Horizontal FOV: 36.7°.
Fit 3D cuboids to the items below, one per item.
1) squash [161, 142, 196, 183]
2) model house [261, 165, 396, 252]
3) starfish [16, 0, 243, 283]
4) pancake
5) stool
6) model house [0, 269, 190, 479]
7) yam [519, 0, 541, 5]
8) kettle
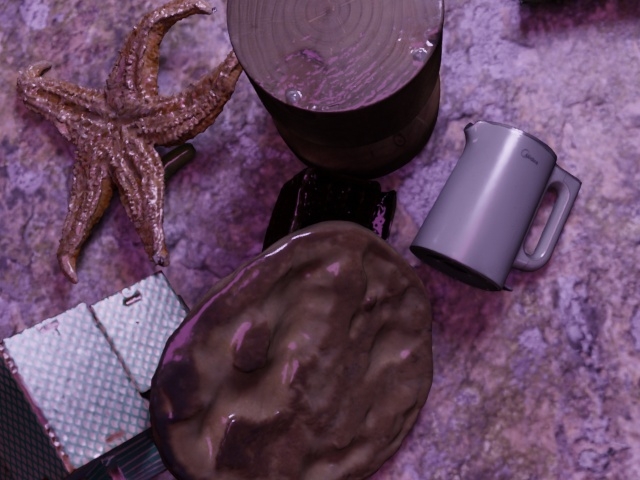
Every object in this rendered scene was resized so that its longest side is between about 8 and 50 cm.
[{"bbox_3d":[-0.169,-0.073,1.028,0.027,0.027,0.089,43,86,11],"label":"squash"},{"bbox_3d":[-0.002,0.007,0.936,0.106,0.152,0.165,11,81,14],"label":"model house"},{"bbox_3d":[-0.193,-0.103,1.002,0.299,0.060,0.302,0,80,22],"label":"starfish"},{"bbox_3d":[-0.018,0.128,0.887,0.295,0.049,0.294,-9,110,-28],"label":"pancake"},{"bbox_3d":[0.024,-0.168,0.898,0.179,0.264,0.179,-1,82,7],"label":"stool"},{"bbox_3d":[-0.222,0.160,0.906,0.271,0.206,0.178,-30,79,1],"label":"model house"},{"bbox_3d":[0.326,-0.308,0.968,0.259,0.106,0.106,-8,81,5],"label":"yam"},{"bbox_3d":[0.174,-0.029,0.947,0.127,0.098,0.148,26,82,15],"label":"kettle"}]
